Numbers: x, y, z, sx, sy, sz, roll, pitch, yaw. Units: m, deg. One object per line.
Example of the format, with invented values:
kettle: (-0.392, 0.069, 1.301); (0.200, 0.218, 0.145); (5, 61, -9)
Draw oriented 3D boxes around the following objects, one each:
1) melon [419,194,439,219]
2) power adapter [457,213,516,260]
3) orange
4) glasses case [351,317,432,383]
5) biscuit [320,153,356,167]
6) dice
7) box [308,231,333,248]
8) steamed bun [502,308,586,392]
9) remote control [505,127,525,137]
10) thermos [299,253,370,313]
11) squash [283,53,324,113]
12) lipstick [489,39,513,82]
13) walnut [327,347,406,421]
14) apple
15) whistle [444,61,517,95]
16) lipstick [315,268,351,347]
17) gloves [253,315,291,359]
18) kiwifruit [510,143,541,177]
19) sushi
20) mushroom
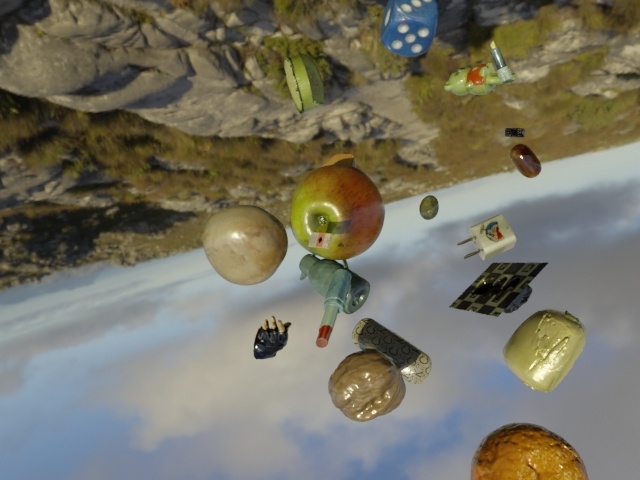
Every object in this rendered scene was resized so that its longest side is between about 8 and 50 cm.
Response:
melon: (0.545, -0.165, 2.658); (0.098, 0.131, 0.098); (15, 157, 7)
power adapter: (0.645, 0.003, 2.093); (0.205, 0.130, 0.125); (-25, 158, 2)
orange: (0.623, 0.730, 1.607); (0.340, 0.341, 0.293); (-16, 145, -8)
glasses case: (0.293, 0.453, 2.195); (0.137, 0.354, 0.085); (-57, 164, 0)
biscuit: (0.057, -0.259, 2.094); (0.220, 0.142, 0.029); (-33, 155, 30)
dice: (0.260, -0.645, 1.568); (0.146, 0.146, 0.143); (7, 152, -8)
box: (0.000, 0.000, 1.557); (0.083, 0.046, 0.012); (5, 165, 45)
steamed bun: (0.643, 0.299, 1.540); (0.166, 0.232, 0.273); (31, -167, 16)
remote control: (0.809, -0.448, 2.199); (0.014, 0.039, 0.096); (-8, -165, -33)
thermos: (0.045, 0.132, 1.983); (0.286, 0.182, 0.145); (34, -167, 32)
squash: (-0.055, -0.591, 1.983); (0.133, 0.220, 0.220); (-16, -179, 1)
lipstick: (0.492, -0.496, 1.462); (0.037, 0.116, 0.037); (-27, -172, 4)
walnut: (0.162, 0.499, 1.834); (0.273, 0.273, 0.227); (-16, -166, 2)
apple: (0.051, -0.096, 1.853); (0.339, 0.340, 0.339); (-16, -179, 0)
whistle: (0.601, -0.611, 2.013); (0.288, 0.106, 0.131); (9, -143, 44)
lipstick: (0.038, 0.206, 1.614); (0.068, 0.061, 0.274); (-31, -153, 40)
gloves: (-0.194, 0.389, 2.147); (0.164, 0.124, 0.203); (-23, 155, -32)
kiwifruit: (0.670, -0.258, 1.730); (0.075, 0.124, 0.075); (-42, -175, 5)
sushi: (0.721, 0.221, 2.103); (0.296, 0.100, 0.373); (-42, -172, -13)
mushroom: (-0.245, -0.010, 1.817); (0.292, 0.292, 0.290); (-16, -155, 14)
